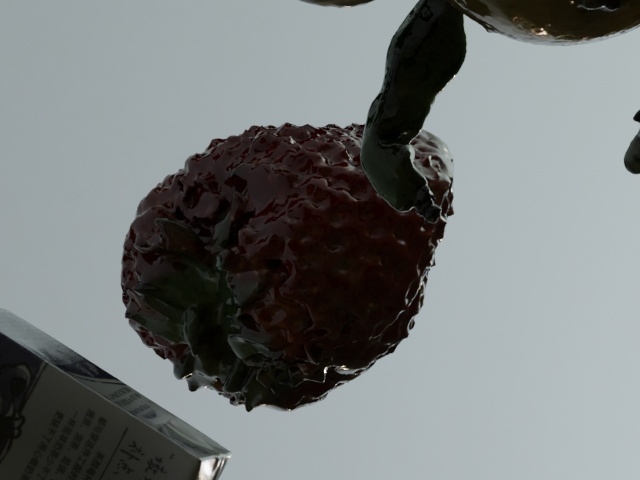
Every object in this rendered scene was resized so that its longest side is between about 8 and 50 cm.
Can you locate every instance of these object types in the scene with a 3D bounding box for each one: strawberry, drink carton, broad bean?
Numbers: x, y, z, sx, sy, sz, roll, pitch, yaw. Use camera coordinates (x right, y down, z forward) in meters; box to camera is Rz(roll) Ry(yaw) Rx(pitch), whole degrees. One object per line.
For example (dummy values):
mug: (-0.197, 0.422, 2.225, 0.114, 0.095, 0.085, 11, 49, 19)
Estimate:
strawberry: (0.000, 0.000, 1.816, 0.351, 0.312, 0.267, -42, -66, -47)
drink carton: (-0.193, 0.157, 1.382, 0.134, 0.222, 0.102, -60, -12, 2)
broad bean: (0.065, -0.102, 1.305, 0.046, 0.061, 0.195, 88, -169, -66)

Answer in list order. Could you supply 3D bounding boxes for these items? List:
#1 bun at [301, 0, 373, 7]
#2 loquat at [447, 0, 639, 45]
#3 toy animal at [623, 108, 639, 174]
bun: (-0.041, -0.376, 2.047, 0.359, 0.359, 0.211, 21, -89, -63)
loquat: (0.126, -0.179, 0.924, 0.149, 0.204, 0.172, -18, -64, -55)
toy animal: (0.321, -0.030, 1.340, 0.073, 0.217, 0.176, -41, -61, -20)
